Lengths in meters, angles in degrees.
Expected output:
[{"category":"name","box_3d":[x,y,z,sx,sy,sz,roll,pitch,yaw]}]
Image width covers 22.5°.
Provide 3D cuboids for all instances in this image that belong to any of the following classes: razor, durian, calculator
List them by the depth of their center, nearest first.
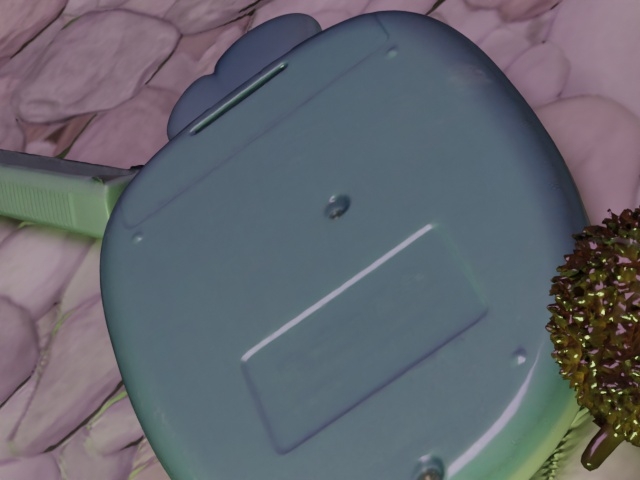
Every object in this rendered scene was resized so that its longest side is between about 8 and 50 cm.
[{"category":"durian","box_3d":[0.101,0.029,0.474,0.091,0.080,0.080,-51,38,-8]},{"category":"calculator","box_3d":[0.000,0.000,0.615,0.188,0.042,0.302,-37,41,7]},{"category":"razor","box_3d":[-0.177,-0.037,0.804,0.111,0.056,0.278,-22,30,-38]}]
